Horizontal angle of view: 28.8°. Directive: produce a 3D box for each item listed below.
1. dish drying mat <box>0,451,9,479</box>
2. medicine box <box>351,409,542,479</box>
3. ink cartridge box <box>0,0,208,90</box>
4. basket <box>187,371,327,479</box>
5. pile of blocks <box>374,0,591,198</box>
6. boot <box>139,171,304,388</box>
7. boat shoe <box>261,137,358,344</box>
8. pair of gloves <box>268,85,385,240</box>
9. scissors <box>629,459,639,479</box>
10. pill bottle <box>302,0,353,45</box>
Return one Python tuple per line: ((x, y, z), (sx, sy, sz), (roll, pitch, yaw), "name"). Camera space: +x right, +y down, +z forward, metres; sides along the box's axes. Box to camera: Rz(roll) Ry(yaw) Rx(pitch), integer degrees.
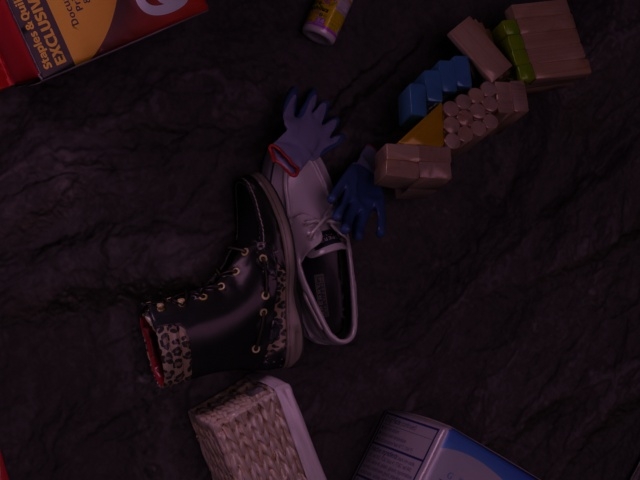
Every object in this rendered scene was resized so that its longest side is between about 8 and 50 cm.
((-0.360, 0.254, 1.361), (0.032, 0.008, 0.083), (-18, 98, -25), "dish drying mat")
((0.151, 0.399, 1.540), (0.263, 0.149, 0.289), (33, 78, -23), "medicine box")
((-0.310, -0.327, 1.301), (0.272, 0.130, 0.309), (-28, 104, -22), "ink cartridge box")
((-0.071, 0.252, 1.446), (0.103, 0.113, 0.167), (-25, 102, -21), "basket")
((0.178, -0.178, 1.567), (0.362, 0.112, 0.149), (-37, 88, -25), "pile of blocks")
((-0.120, 0.048, 1.432), (0.179, 0.085, 0.236), (-11, 96, -23), "boot")
((0.000, 0.000, 1.488), (0.095, 0.084, 0.258), (-20, 100, -24), "boat shoe")
((0.017, -0.090, 1.480), (0.198, 0.023, 0.159), (48, 39, -16), "pair of gloves")
((0.499, 0.246, 1.781), (0.297, 0.021, 0.109), (-39, 110, -19), "scissors")
((0.012, -0.282, 1.508), (0.043, 0.043, 0.083), (28, 79, -24), "pill bottle")
